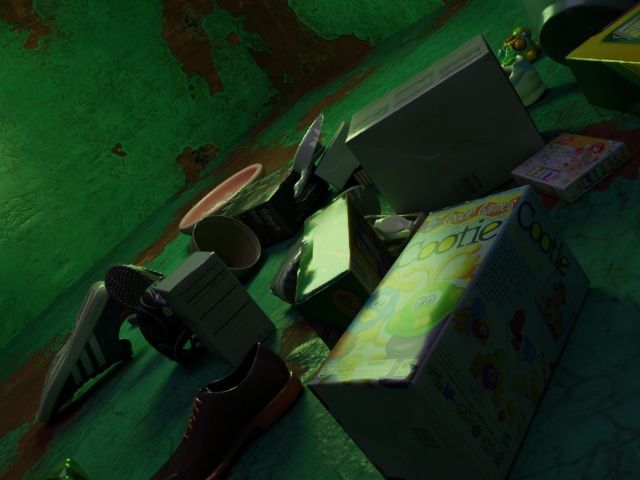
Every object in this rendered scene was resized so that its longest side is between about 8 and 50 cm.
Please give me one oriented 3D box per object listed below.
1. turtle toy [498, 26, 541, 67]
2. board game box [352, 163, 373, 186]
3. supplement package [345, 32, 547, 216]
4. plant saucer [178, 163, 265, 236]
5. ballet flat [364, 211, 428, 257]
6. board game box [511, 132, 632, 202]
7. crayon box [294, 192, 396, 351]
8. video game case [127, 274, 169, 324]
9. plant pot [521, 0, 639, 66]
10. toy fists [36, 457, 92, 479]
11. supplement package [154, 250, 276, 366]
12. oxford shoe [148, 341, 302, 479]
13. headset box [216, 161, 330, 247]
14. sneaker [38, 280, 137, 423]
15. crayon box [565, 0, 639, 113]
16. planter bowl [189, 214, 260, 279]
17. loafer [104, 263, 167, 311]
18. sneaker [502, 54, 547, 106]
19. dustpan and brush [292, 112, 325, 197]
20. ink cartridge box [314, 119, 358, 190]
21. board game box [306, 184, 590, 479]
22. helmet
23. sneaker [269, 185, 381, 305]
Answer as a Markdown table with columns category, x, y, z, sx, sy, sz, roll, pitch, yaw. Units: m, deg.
| category | x | y | z | sx | sy | sz | roll | pitch | yaw |
| --- | --- | --- | --- | --- | --- | --- | --- | --- | --- |
| turtle toy | 0.462 | -0.451 | 1.550 | 0.095 | 0.066 | 0.130 | -18 | 26 | 46 |
| board game box | 0.171 | -0.211 | 1.530 | 0.146 | 0.045 | 0.193 | -23 | 23 | 39 |
| supplement package | 0.209 | -0.176 | 1.113 | 0.261 | 0.204 | 0.145 | -30 | 21 | 22 |
| plant saucer | -0.299 | -0.115 | 2.121 | 0.332 | 0.084 | 0.332 | -34 | 18 | 12 |
| ballet flat | 0.107 | -0.012 | 1.075 | 0.086 | 0.086 | 0.248 | -45 | 19 | -22 |
| board game box | 0.356 | -0.108 | 0.958 | 0.103 | 0.026 | 0.154 | -38 | 18 | -1 |
| crayon box | 0.051 | 0.062 | 0.882 | 0.081 | 0.165 | 0.278 | -33 | 18 | 13 |
| video game case | -0.378 | 0.129 | 1.756 | 0.274 | 0.026 | 0.196 | -19 | 25 | 42 |
| plant pot | 0.487 | -0.431 | 1.174 | 0.293 | 0.293 | 0.196 | -11 | 58 | 54 |
| toy fists | -0.378 | 0.416 | 0.930 | 0.142 | 0.096 | 0.279 | -48 | 20 | -1 |
| supplement package | -0.185 | 0.117 | 1.163 | 0.105 | 0.179 | 0.105 | -44 | 18 | -20 |
| oxford shoe | -0.153 | 0.252 | 0.899 | 0.271 | 0.098 | 0.097 | -44 | 19 | -20 |
| headset box | -0.127 | -0.083 | 1.669 | 0.293 | 0.110 | 0.218 | -22 | 23 | 41 |
| sneaker | -0.525 | 0.276 | 1.541 | 0.350 | 0.148 | 0.131 | -62 | 26 | 2 |
| crayon box | 0.582 | -0.317 | 0.927 | 0.363 | 0.106 | 0.313 | -36 | 19 | 5 |
| planter bowl | -0.232 | 0.037 | 1.533 | 0.109 | 0.162 | 0.162 | -58 | 2 | 38 |
| loafer | -0.368 | 0.121 | 1.499 | 0.087 | 0.251 | 0.094 | -16 | -52 | -80 |
| sneaker | 0.338 | -0.295 | 1.353 | 0.228 | 0.092 | 0.087 | -23 | 24 | 40 |
| dustpan and brush | -0.031 | -0.176 | 1.527 | 0.211 | 0.060 | 0.147 | -56 | -11 | -37 |
| ink cartridge box | 0.053 | -0.209 | 1.588 | 0.134 | 0.078 | 0.231 | -58 | 5 | 11 |
| board game box | 0.140 | 0.092 | 0.676 | 0.142 | 0.144 | 0.275 | -16 | 27 | 50 |
| helmet | -0.276 | 0.145 | 1.290 | 0.169 | 0.169 | 0.161 | -42 | 59 | -15 |
| sneaker | 0.000 | 0.000 | 1.231 | 0.281 | 0.105 | 0.115 | -46 | 20 | -24 |
